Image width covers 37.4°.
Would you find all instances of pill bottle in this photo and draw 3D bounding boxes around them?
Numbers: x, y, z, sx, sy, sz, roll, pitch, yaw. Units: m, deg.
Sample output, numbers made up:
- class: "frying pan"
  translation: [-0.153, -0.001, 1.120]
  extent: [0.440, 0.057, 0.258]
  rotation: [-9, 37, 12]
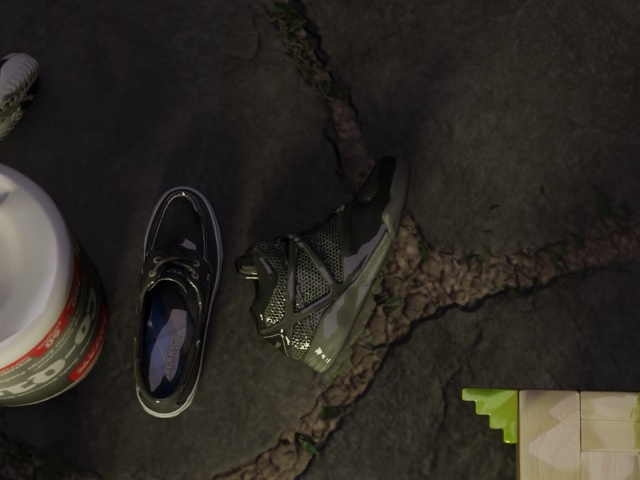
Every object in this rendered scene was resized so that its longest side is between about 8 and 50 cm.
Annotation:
- class: "pill bottle"
  translation: [-0.264, 0.052, 0.784]
  extent: [0.161, 0.283, 0.161]
  rotation: [1, 74, -4]

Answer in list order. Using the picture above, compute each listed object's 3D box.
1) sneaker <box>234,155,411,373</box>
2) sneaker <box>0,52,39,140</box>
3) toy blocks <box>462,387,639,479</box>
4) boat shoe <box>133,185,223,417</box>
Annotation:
- class: "sneaker"
  translation: [0.000, 0.000, 0.918]
  extent: [0.130, 0.087, 0.227]
  rotation: [28, 80, -3]
- class: "sneaker"
  translation: [-0.402, -0.131, 0.922]
  extent: [0.153, 0.094, 0.235]
  rotation: [43, 86, -1]
- class: "toy blocks"
  translation: [0.310, 0.257, 0.785]
  extent: [0.382, 0.191, 0.260]
  rotation: [0, 82, 9]
- class: "boat shoe"
  translation: [-0.141, 0.051, 0.900]
  extent: [0.080, 0.076, 0.228]
  rotation: [8, 74, -2]
